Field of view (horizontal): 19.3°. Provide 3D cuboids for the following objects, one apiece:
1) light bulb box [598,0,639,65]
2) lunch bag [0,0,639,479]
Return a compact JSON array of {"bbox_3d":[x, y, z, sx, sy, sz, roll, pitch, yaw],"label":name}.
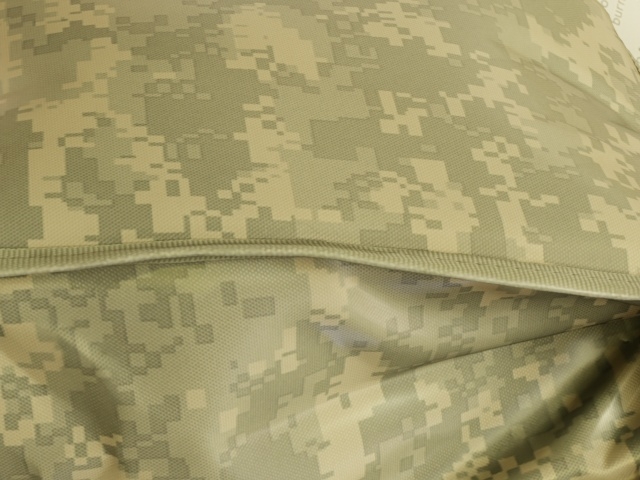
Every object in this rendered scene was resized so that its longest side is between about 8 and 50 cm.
[{"bbox_3d":[0.138,-0.037,1.068,0.361,0.225,0.358,23,-22,-18],"label":"light bulb box"},{"bbox_3d":[0.000,0.000,0.666,0.235,0.287,0.169,-103,-168,-55],"label":"lunch bag"}]
